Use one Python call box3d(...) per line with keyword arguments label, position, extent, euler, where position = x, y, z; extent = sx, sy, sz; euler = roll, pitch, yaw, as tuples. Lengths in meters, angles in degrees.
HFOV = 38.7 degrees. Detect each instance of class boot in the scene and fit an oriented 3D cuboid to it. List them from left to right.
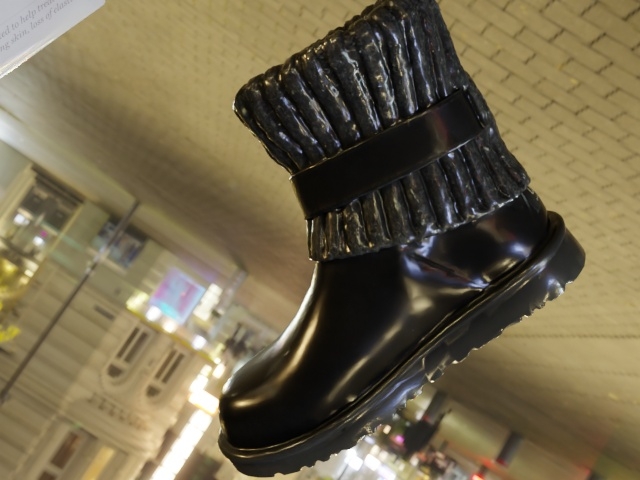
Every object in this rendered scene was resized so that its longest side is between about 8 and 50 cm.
box3d(label="boot", position=(0.001, -0.002, 0.707), extent=(0.260, 0.348, 0.131), euler=(51, -172, -16))

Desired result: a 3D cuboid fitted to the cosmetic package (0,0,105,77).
box3d(label="cosmetic package", position=(-0.406, -0.274, 0.812), extent=(0.385, 0.217, 0.156), euler=(33, 153, 29))
